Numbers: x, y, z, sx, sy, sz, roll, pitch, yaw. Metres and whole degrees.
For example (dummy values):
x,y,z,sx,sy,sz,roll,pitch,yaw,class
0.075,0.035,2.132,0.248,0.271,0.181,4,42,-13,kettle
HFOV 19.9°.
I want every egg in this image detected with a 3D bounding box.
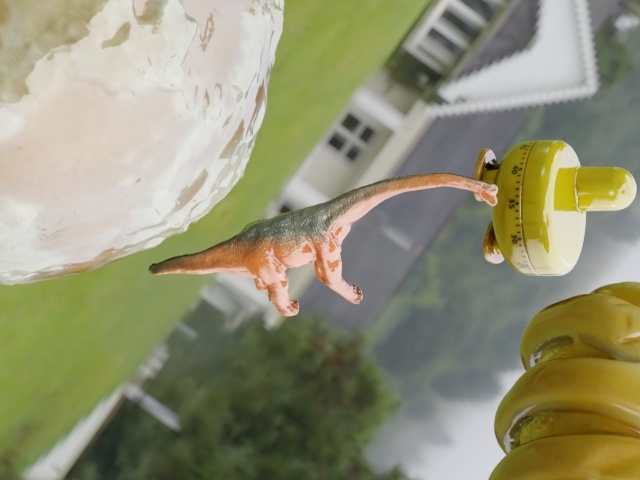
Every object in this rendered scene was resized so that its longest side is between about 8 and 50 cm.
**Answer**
x,y,z,sx,sy,sz,roll,pitch,yaw,class
-0.108,-0.078,0.663,0.195,0.195,0.233,-55,-169,-1,egg

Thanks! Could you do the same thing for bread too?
x,y,z,sx,sy,sz,roll,pitch,yaw,class
0.175,0.174,1.224,0.173,0.121,0.311,124,-25,-62,bread

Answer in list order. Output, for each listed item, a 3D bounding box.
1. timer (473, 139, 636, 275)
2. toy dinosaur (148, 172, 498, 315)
x,y,z,sx,sy,sz,roll,pitch,yaw,class
0.180,-0.025,1.396,0.107,0.109,0.107,0,90,-65,timer
0.000,0.005,1.351,0.279,0.101,0.055,-12,-136,11,toy dinosaur
